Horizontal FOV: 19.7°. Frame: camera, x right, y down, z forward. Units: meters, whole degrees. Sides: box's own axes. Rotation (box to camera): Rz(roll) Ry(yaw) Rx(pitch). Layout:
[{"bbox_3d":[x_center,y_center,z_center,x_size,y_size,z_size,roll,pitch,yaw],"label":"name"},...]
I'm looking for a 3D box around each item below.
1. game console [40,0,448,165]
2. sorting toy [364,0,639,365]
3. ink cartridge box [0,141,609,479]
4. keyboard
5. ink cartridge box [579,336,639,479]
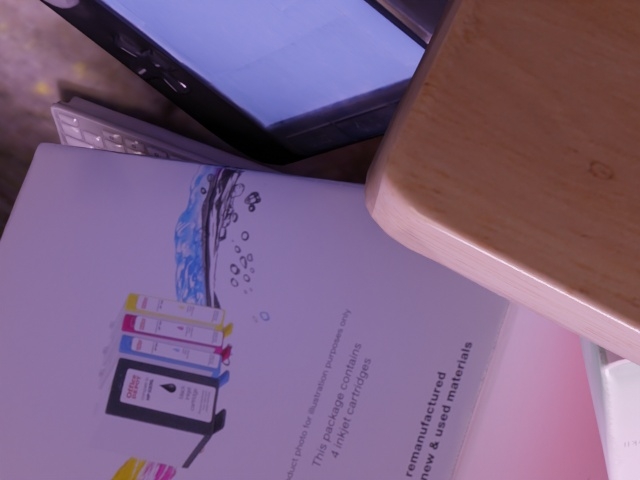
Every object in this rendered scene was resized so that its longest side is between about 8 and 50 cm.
[{"bbox_3d":[-0.103,-0.060,0.564,0.250,0.173,0.293,38,166,-14],"label":"game console"},{"bbox_3d":[0.167,-0.054,0.401,0.257,0.255,0.089,27,165,-6],"label":"sorting toy"},{"bbox_3d":[-0.009,0.081,0.729,0.232,0.168,0.171,9,161,33],"label":"ink cartridge box"},{"bbox_3d":[0.000,0.000,0.806,0.256,0.014,0.072,21,150,13],"label":"keyboard"},{"bbox_3d":[0.104,0.020,0.614,0.056,0.181,0.225,-9,144,2],"label":"ink cartridge box"}]
